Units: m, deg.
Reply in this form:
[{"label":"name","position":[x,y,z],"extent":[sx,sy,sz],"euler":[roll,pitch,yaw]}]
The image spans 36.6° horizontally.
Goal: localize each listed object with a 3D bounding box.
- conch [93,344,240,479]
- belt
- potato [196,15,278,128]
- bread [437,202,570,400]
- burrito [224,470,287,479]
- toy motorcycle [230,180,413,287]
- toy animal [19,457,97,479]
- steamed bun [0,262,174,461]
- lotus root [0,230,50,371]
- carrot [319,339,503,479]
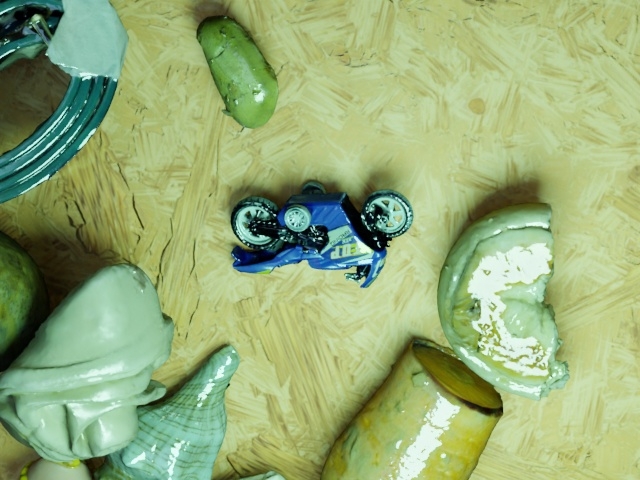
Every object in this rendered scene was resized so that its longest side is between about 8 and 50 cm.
[{"label":"conch","position":[-0.265,0.355,1.668],"extent":[0.386,0.169,0.203],"euler":[-42,110,17]},{"label":"belt","position":[-0.490,-0.224,1.462],"extent":[0.436,0.173,0.300],"euler":[-41,106,-4]},{"label":"potato","position":[-0.127,-0.268,1.514],"extent":[0.105,0.085,0.188],"euler":[-26,99,36]},{"label":"bread","position":[0.281,0.097,1.522],"extent":[0.192,0.171,0.314],"euler":[-7,104,11]},{"label":"burrito","position":[-0.054,0.528,1.703],"extent":[0.135,0.190,0.332],"euler":[-43,104,-28]},{"label":"toy motorcycle","position":[0.000,0.000,1.564],"extent":[0.315,0.113,0.169],"euler":[-2,115,17]},{"label":"toy animal","position":[-0.470,0.466,1.739],"extent":[0.156,0.156,0.230],"euler":[9,103,4]},{"label":"steamed bun","position":[-0.352,0.215,1.551],"extent":[0.219,0.310,0.324],"euler":[42,74,2]},{"label":"lotus root","position":[-0.557,0.094,1.528],"extent":[0.250,0.346,0.250],"euler":[-1,80,3]},{"label":"carrot","position":[0.142,0.354,1.588],"extent":[0.224,0.224,0.341],"euler":[31,104,-3]}]
